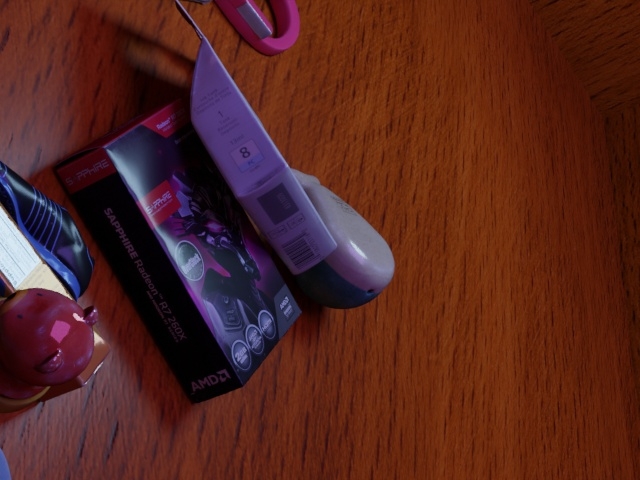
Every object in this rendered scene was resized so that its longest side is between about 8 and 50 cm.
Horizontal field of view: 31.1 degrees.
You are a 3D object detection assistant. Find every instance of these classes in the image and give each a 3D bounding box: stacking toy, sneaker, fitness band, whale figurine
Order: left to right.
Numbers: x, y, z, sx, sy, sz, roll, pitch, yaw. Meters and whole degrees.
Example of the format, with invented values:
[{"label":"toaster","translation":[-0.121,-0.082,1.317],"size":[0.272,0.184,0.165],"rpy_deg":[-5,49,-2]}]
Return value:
[{"label":"stacking toy","translation":[-0.361,0.126,1.055],"size":[0.279,0.130,0.309],"rpy_deg":[46,47,-30]},{"label":"sneaker","translation":[-0.344,-0.026,1.331],"size":[0.232,0.081,0.090],"rpy_deg":[61,24,-27]},{"label":"fitness band","translation":[-0.134,-0.465,2.063],"size":[0.291,0.054,0.209],"rpy_deg":[53,28,-28]},{"label":"whale figurine","translation":[0.000,0.000,1.897],"size":[0.216,0.141,0.272],"rpy_deg":[14,33,-54]}]

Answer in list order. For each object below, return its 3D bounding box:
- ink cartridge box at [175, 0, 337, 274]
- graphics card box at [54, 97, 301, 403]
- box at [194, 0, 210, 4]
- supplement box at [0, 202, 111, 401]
[{"label":"ink cartridge box","translation":[-0.132,-0.163,1.703],"size":[0.385,0.091,0.308],"rpy_deg":[56,0,25]},{"label":"graphics card box","translation":[-0.183,0.008,1.571],"size":[0.371,0.094,0.233],"rpy_deg":[62,27,-11]},{"label":"box","translation":[-0.247,-0.542,1.875],"size":[0.169,0.087,0.289],"rpy_deg":[-6,75,-61]},{"label":"supplement box","translation":[-0.337,0.063,1.272],"size":[0.233,0.078,0.080],"rpy_deg":[57,32,-17]}]
